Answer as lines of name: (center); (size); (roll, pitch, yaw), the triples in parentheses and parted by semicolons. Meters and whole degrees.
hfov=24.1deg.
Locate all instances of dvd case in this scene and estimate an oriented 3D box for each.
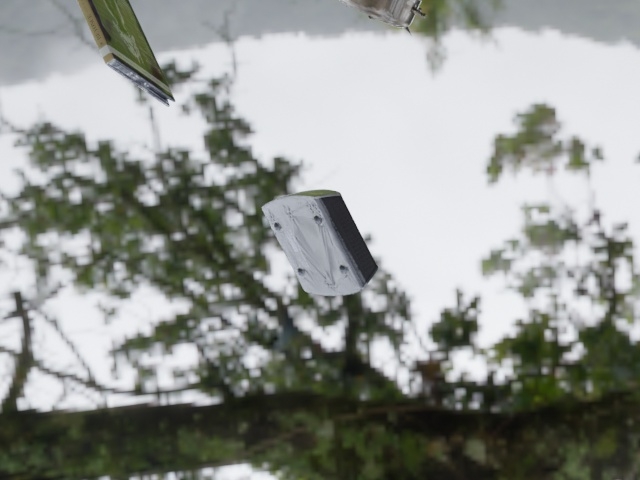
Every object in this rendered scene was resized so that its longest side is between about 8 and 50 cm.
dvd case: (-0.265, -0.284, 1.895); (0.018, 0.221, 0.164); (-32, 157, 12)

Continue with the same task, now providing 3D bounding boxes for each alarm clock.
alarm clock: (0.068, -0.380, 2.303); (0.192, 0.064, 0.129); (27, -168, -5)

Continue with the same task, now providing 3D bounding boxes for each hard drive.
hard drive: (0.000, 0.000, 2.287); (0.054, 0.172, 0.255); (-30, -173, -19)
